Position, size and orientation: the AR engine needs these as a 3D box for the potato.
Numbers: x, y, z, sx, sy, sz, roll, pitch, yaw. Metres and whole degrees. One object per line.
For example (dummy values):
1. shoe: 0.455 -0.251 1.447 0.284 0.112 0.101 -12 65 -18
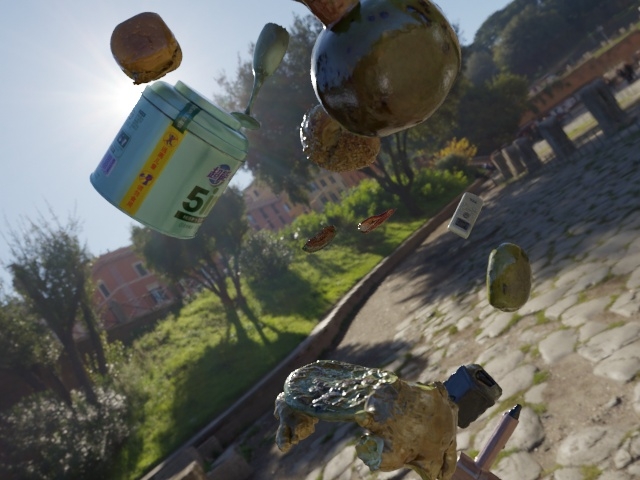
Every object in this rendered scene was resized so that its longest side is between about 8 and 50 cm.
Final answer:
1. potato: 0.664 0.132 1.696 0.148 0.197 0.228 -4 64 52

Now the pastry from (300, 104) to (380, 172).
1. pastry: 0.071 -0.367 1.825 0.284 0.316 0.184 117 172 -55

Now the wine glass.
1. wine glass: -0.124 -0.465 1.496 0.096 0.264 0.309 7 75 44

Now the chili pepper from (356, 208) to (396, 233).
1. chili pepper: 0.203 -0.073 1.736 0.178 0.045 0.027 -33 -18 -11

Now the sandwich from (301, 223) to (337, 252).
1. sandwich: 0.001 0.000 1.492 0.135 0.029 0.067 -35 -27 -20

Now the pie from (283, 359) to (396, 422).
1. pie: 0.051 0.376 1.225 0.302 0.067 0.302 -4 9 1

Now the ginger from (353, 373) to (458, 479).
1. ginger: 0.135 0.288 0.750 0.102 0.216 0.157 -6 65 60

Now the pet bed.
1. pet bed: 0.574 0.605 1.889 0.159 0.183 0.211 -2 -45 -49

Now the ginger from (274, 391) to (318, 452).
1. ginger: -0.077 0.507 1.384 0.115 0.081 0.205 -37 28 10

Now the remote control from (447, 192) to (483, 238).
1. remote control: 0.584 -0.105 1.929 0.190 0.087 0.029 -58 -5 -20

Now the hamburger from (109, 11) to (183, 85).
1. hamburger: -0.374 -0.409 1.028 0.138 0.147 0.083 -30 -17 -2

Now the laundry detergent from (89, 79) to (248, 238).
1. laundry detergent: -0.346 -0.207 1.165 0.305 0.287 0.287 -54 -6 8

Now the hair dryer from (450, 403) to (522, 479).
1. hair dryer: 0.581 0.695 1.586 0.344 0.189 0.107 -60 -16 4

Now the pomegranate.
1. pomegranate: 0.100 -0.357 0.873 0.291 0.323 0.291 -26 15 7
